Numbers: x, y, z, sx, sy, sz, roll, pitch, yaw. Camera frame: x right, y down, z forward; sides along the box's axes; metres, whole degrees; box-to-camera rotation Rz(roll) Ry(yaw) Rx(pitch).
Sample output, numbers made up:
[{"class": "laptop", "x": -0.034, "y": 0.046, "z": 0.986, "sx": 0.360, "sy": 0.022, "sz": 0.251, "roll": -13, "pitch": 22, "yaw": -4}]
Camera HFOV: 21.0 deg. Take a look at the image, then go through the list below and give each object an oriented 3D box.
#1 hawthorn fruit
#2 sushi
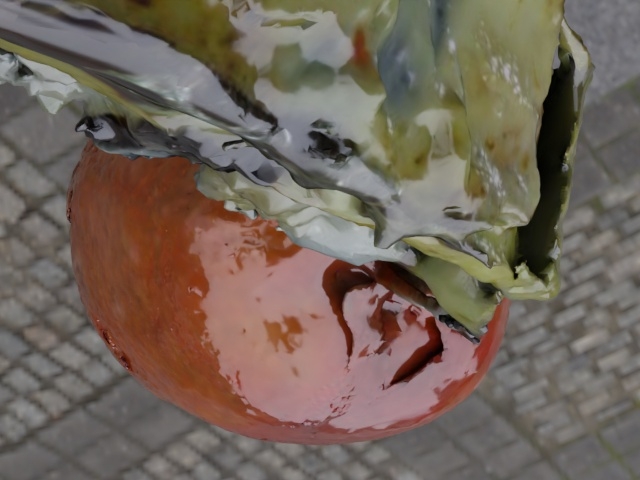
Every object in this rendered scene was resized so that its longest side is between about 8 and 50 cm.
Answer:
[{"class": "hawthorn fruit", "x": 0.000, "y": 0.000, "z": 0.777, "sx": 0.211, "sy": 0.299, "sz": 0.211, "roll": -4, "pitch": 103, "yaw": -17}, {"class": "sushi", "x": -0.013, "y": -0.076, "z": 0.542, "sx": 0.291, "sy": 0.139, "sz": 0.131, "roll": 27, "pitch": 159, "yaw": -34}]
